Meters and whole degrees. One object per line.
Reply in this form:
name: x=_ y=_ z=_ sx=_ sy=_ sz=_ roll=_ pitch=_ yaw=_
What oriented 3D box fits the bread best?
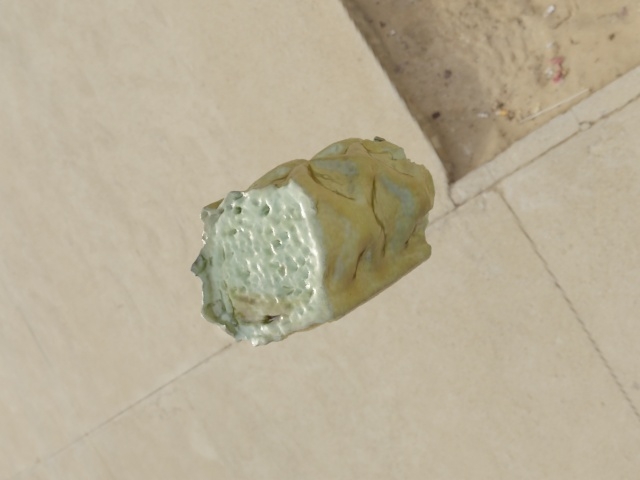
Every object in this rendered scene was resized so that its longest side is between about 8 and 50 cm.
bread: x=0.000 y=-0.006 z=1.044 sx=0.239 sy=0.252 sz=0.196 roll=-28 pitch=86 yaw=36
